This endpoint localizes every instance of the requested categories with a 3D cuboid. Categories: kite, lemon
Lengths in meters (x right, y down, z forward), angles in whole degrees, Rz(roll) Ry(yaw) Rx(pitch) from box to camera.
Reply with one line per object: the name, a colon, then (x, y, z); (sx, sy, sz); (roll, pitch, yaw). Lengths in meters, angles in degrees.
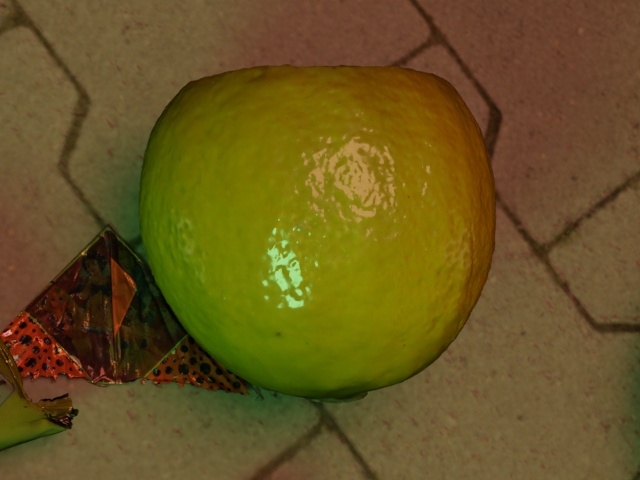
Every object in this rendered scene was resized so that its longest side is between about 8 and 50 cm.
kite: (-0.146, 0.046, 1.302); (0.222, 0.008, 0.125); (5, 67, -23)
lemon: (0.000, 0.000, 1.258); (0.240, 0.240, 0.219); (1, 82, -24)

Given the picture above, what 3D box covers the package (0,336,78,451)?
package: (-0.278, 0.107, 1.169); (0.226, 0.090, 0.168); (-39, 91, -33)
